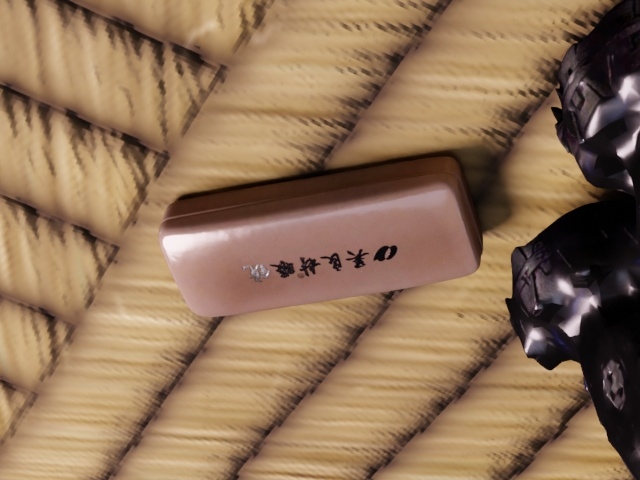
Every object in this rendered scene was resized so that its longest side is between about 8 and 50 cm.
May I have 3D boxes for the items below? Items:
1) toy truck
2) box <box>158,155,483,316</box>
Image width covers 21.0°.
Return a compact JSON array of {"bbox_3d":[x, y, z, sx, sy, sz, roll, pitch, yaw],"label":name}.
[{"bbox_3d":[0.172,0.022,0.565,0.177,0.161,0.213,-6,136,-14],"label":"toy truck"},{"bbox_3d":[0.000,0.000,0.634,0.115,0.025,0.048,-9,134,14],"label":"box"}]
